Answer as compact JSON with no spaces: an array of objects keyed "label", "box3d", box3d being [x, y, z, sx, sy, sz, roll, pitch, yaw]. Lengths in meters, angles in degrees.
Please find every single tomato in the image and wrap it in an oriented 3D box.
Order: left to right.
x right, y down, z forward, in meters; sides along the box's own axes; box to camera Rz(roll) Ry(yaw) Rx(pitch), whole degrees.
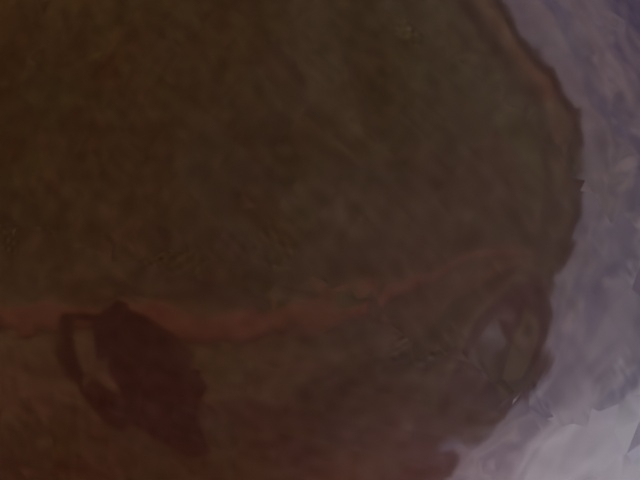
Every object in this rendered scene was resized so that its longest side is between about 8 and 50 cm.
[{"label":"tomato","box3d":[0.000,0.000,0.532,0.321,0.321,0.321,-26,-133,32]}]
